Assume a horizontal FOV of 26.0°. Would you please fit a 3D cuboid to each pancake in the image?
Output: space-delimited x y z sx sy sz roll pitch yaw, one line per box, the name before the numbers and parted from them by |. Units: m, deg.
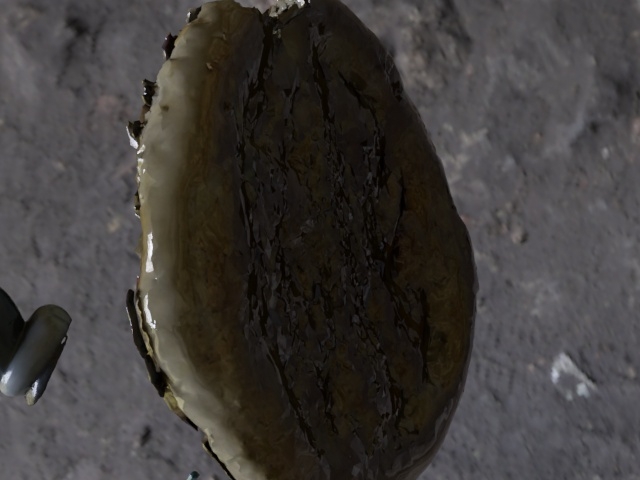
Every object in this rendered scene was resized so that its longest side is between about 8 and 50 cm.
pancake | -0.001 0.000 0.927 0.071 0.382 0.382 -8 50 31

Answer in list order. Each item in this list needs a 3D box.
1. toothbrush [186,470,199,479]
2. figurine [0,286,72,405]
toothbrush | -0.147 0.264 1.385 0.011 0.167 0.014 -19 67 -31
figurine | -0.266 0.044 0.671 0.265 0.193 0.140 25 21 5
